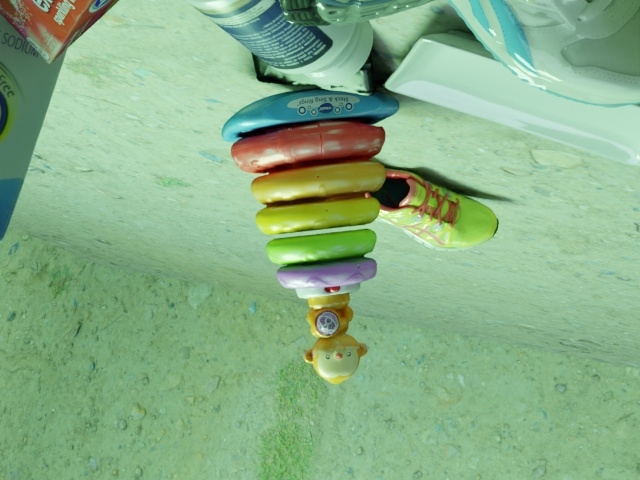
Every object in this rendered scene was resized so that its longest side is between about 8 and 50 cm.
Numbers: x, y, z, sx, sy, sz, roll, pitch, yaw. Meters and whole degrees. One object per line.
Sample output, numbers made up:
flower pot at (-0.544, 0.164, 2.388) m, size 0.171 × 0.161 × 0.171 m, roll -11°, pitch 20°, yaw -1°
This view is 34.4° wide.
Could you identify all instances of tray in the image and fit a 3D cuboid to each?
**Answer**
tray at (0.202, -0.130, 0.931) m, size 0.270 × 0.030 × 0.145 m, roll 16°, pitch 168°, yaw -7°

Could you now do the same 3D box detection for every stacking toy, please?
stacking toy at (0.000, 0.000, 1.076) m, size 0.175 × 0.302 × 0.166 m, roll -6°, pitch -179°, yaw -12°

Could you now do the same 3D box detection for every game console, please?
game console at (0.003, -0.180, 0.991) m, size 0.122 × 0.071 × 0.107 m, roll 10°, pitch 138°, yaw 20°

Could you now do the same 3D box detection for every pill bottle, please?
pill bottle at (-0.029, -0.184, 0.788) m, size 0.094 × 0.094 × 0.169 m, roll 7°, pitch 167°, yaw 34°

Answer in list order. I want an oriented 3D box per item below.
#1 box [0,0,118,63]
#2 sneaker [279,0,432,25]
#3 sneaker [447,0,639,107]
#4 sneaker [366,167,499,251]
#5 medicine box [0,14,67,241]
box at (-0.145, -0.215, 0.609) m, size 0.128 × 0.123 × 0.257 m, roll 47°, pitch 160°, yaw -14°
sneaker at (0.024, -0.206, 0.477) m, size 0.111 × 0.129 × 0.297 m, roll -11°, pitch 159°, yaw -8°
sneaker at (0.117, -0.161, 0.572) m, size 0.228 × 0.087 × 0.092 m, roll 39°, pitch 165°, yaw -1°
sneaker at (0.130, -0.044, 1.338) m, size 0.208 × 0.082 × 0.094 m, roll 15°, pitch 167°, yaw 3°
medicine box at (-0.326, -0.167, 0.748) m, size 0.263 × 0.289 × 0.149 m, roll 20°, pitch 170°, yaw -27°
